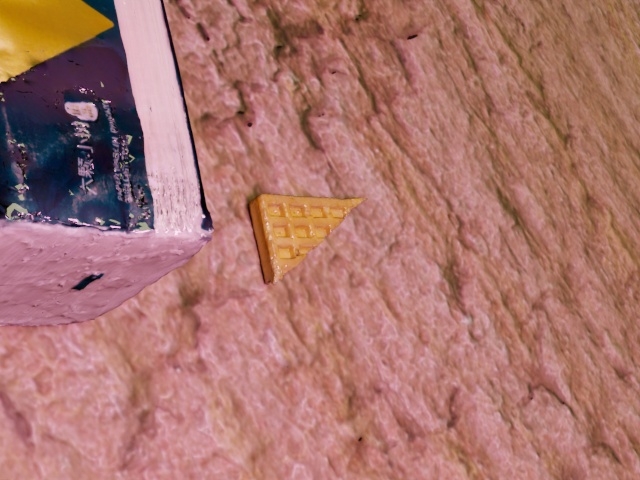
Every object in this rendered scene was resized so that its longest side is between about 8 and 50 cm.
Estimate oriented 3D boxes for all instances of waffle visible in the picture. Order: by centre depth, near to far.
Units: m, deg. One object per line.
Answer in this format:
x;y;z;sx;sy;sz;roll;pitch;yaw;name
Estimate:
0.000;0.000;1.479;0.191;0.032;0.125;3;65;-40;waffle

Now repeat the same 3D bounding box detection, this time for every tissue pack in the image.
-0.288;-0.152;1.129;0.253;0.264;0.417;4;67;-40;tissue pack
